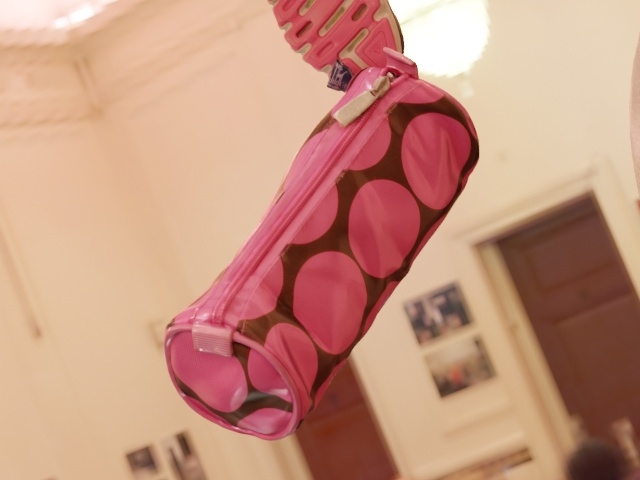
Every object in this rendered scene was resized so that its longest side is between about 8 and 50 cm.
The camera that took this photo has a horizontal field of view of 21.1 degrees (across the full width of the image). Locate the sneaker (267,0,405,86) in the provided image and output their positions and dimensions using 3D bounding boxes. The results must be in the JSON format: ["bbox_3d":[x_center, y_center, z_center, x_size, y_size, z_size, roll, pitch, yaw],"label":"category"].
[{"bbox_3d":[-0.004,-0.153,1.006,0.063,0.170,0.075,-49,-20,15],"label":"sneaker"}]

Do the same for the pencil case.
[{"bbox_3d":[0.000,0.000,0.901,0.209,0.095,0.098,-57,-19,-28],"label":"pencil case"}]

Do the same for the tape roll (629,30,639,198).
[{"bbox_3d":[0.390,-0.065,1.247,0.392,0.392,0.072,-18,2,-34],"label":"tape roll"}]
